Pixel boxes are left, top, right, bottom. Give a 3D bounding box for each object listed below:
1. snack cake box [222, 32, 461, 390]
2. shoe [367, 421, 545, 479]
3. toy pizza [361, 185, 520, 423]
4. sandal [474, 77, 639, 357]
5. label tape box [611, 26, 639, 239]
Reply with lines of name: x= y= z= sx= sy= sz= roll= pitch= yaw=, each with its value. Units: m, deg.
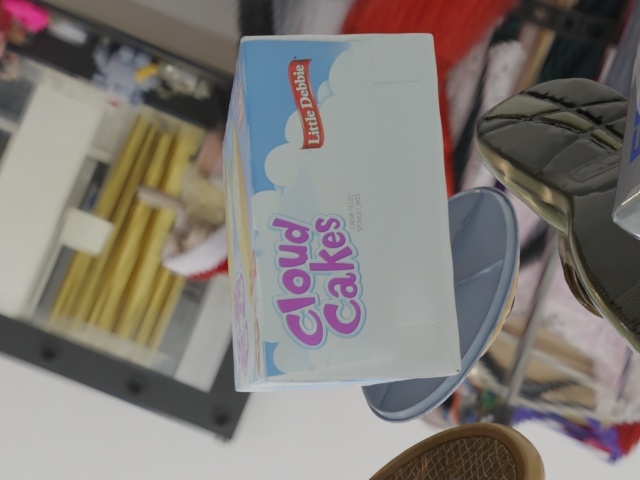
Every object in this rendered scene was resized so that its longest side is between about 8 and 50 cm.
snack cake box: x=0.000 y=0.000 z=0.750 sx=0.089 sy=0.152 sz=0.264 roll=-2 pitch=173 yaw=-6
shoe: x=0.032 y=0.169 z=0.685 sx=0.058 sy=0.219 sz=0.076 roll=14 pitch=-150 yaw=-52
toy pizza: x=0.097 y=0.052 z=1.145 sx=0.032 sy=0.201 sz=0.201 roll=27 pitch=175 yaw=-22
sandal: x=0.187 y=-0.006 z=0.866 sx=0.303 sy=0.120 sz=0.086 roll=-117 pitch=10 yaw=-58
label tape box: x=0.153 y=-0.114 z=0.364 sx=0.106 sy=0.240 sz=0.333 roll=15 pitch=157 yaw=-6
